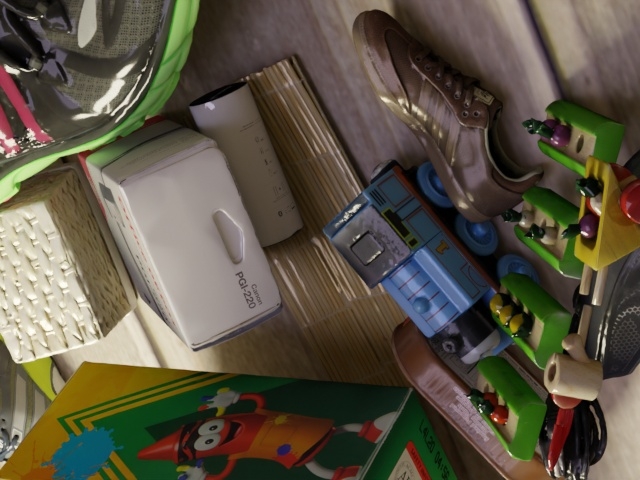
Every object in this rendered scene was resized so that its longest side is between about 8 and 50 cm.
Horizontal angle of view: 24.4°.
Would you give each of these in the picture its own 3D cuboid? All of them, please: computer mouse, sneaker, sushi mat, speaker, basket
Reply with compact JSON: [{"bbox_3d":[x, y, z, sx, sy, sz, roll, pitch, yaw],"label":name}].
[{"bbox_3d":[0.212,0.024,1.035,0.072,0.188,0.272,24,124,-3],"label":"computer mouse"},{"bbox_3d":[-0.273,-0.156,1.238,0.483,0.202,0.185,-34,59,35],"label":"sneaker"},{"bbox_3d":[0.000,0.000,1.294,0.151,0.019,0.316,-20,102,46],"label":"sushi mat"},{"bbox_3d":[0.100,-0.106,1.126,0.071,0.066,0.188,-29,102,29],"label":"sneaker"},{"bbox_3d":[-0.315,0.216,1.618,0.300,0.121,0.111,48,136,5],"label":"sneaker"},{"bbox_3d":[-0.062,-0.064,1.251,0.055,0.055,0.136,-7,111,42],"label":"speaker"},{"bbox_3d":[-0.267,0.025,1.442,0.113,0.103,0.167,-16,109,13],"label":"basket"}]

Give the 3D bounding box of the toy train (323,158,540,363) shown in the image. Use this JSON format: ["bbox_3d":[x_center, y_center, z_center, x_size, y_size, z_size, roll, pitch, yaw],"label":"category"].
[{"bbox_3d":[0.092,0.019,1.168,0.184,0.105,0.080,50,136,2],"label":"toy train"}]

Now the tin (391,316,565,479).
[{"bbox_3d":[0.138,0.126,1.197,0.190,0.106,0.040,45,123,7],"label":"tin"}]

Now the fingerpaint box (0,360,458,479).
[{"bbox_3d":[-0.024,0.324,1.343,0.371,0.163,0.445,0,131,36],"label":"fingerpaint box"}]

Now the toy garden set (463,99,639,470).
[{"bbox_3d":[0.152,0.034,1.013,0.049,0.204,0.244,11,102,-12],"label":"toy garden set"}]

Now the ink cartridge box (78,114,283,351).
[{"bbox_3d":[-0.123,-0.012,1.266,0.158,0.092,0.218,68,166,-16],"label":"ink cartridge box"}]
